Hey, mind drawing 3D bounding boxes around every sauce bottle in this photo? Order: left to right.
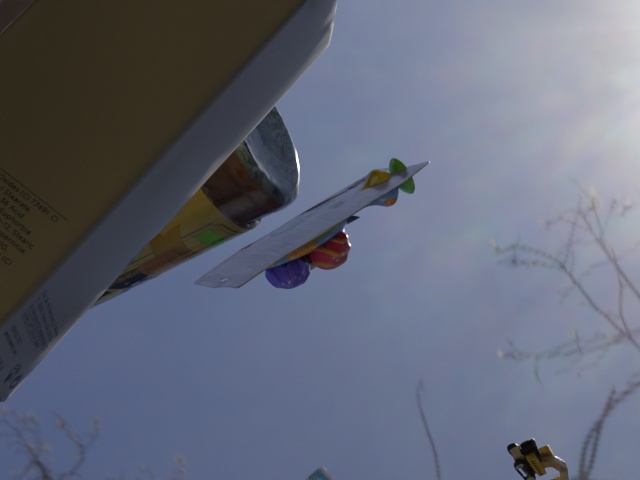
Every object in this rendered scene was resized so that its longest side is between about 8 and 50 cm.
[{"bbox_3d":[-0.180,-0.002,0.992,0.344,0.111,0.111,-25,-125,22],"label":"sauce bottle"}]

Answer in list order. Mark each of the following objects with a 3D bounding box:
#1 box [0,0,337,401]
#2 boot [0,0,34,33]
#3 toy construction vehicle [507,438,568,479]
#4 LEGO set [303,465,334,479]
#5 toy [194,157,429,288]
[{"bbox_3d":[-0.115,-0.060,0.757,0.113,0.094,0.275,38,-110,12],"label":"box"},{"bbox_3d":[-0.329,-0.190,1.228,0.089,0.236,0.269,9,-121,17],"label":"boot"},{"bbox_3d":[0.196,0.213,1.263,0.035,0.098,0.086,-30,-139,13],"label":"toy construction vehicle"},{"bbox_3d":[-0.056,0.331,1.321,0.244,0.060,0.182,-42,-135,2],"label":"LEGO set"},{"bbox_3d":[0.000,0.000,1.496,0.237,0.056,0.137,-36,-168,-19],"label":"toy"}]
